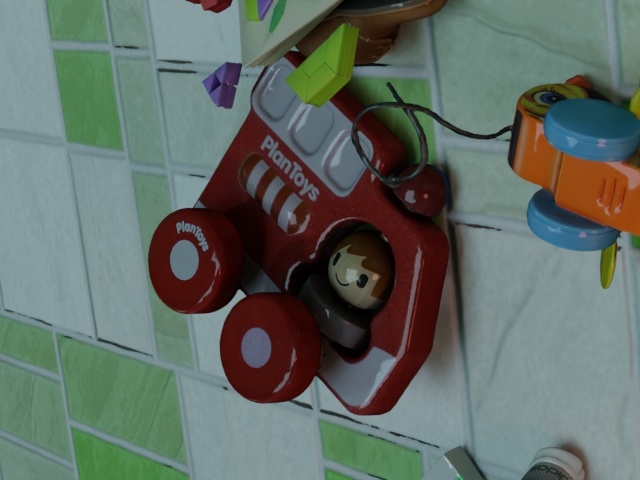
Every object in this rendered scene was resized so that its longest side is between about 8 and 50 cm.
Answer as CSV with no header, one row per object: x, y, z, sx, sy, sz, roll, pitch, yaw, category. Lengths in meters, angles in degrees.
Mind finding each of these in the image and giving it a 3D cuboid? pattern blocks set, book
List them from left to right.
-0.019,-0.248,1.460,0.325,0.026,0.285,-45,46,37,pattern blocks set
0.121,0.271,1.563,0.096,0.035,0.144,54,139,20,book

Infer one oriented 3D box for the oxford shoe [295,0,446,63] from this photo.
0.049,-0.196,1.458,0.212,0.076,0.076,-3,127,56,oxford shoe

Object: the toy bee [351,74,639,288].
0.204,-0.078,1.233,0.298,0.162,0.195,37,127,8,toy bee

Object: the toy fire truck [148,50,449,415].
0.000,0.000,1.526,0.302,0.169,0.254,46,118,32,toy fire truck

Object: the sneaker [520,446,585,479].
0.175,0.257,1.430,0.063,0.075,0.170,29,128,16,sneaker
